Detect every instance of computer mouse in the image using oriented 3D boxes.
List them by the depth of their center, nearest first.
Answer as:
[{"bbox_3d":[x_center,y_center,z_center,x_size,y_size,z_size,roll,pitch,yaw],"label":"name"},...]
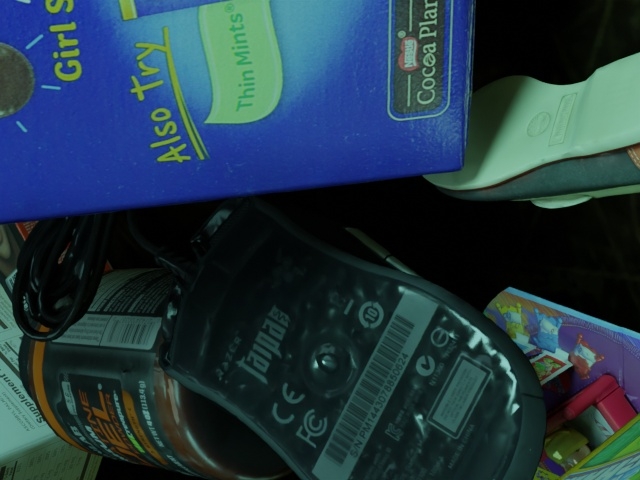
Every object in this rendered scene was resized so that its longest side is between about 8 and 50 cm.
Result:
[{"bbox_3d":[0.000,0.000,0.575,0.262,0.060,0.184,24,93,29],"label":"computer mouse"}]

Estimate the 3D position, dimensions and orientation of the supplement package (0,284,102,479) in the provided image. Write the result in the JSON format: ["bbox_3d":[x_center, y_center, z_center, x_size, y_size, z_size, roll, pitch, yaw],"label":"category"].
[{"bbox_3d":[-0.298,0.127,0.962,0.262,0.145,0.204,42,129,27],"label":"supplement package"}]

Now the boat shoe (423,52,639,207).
[{"bbox_3d":[0.089,-0.034,0.483,0.043,0.049,0.137,32,157,-29],"label":"boat shoe"}]

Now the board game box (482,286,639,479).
[{"bbox_3d":[0.113,0.098,0.552,0.169,0.033,0.133,21,129,43],"label":"board game box"}]

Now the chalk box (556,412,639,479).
[{"bbox_3d":[0.132,0.105,0.374,0.132,0.213,0.132,58,145,5],"label":"chalk box"}]

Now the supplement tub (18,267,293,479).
[{"bbox_3d":[-0.084,0.066,0.717,0.198,0.106,0.106,-3,111,53],"label":"supplement tub"}]

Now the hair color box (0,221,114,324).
[{"bbox_3d":[-0.181,-0.010,0.839,0.141,0.043,0.072,60,146,3],"label":"hair color box"}]

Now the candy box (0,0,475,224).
[{"bbox_3d":[-0.116,-0.143,0.425,0.122,0.317,0.268,-110,16,-55],"label":"candy box"}]
